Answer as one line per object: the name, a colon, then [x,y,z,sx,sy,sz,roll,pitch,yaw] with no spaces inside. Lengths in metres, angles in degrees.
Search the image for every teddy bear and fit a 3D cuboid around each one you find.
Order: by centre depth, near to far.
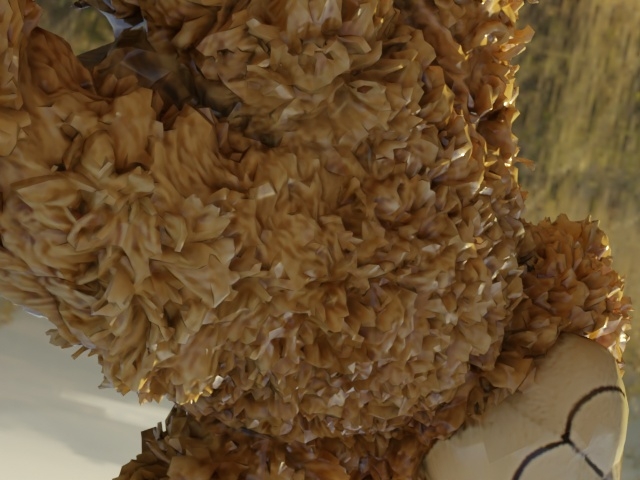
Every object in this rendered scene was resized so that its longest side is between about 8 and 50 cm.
teddy bear: [0.000,0.000,0.398,0.113,0.245,0.338,3,132,40]
